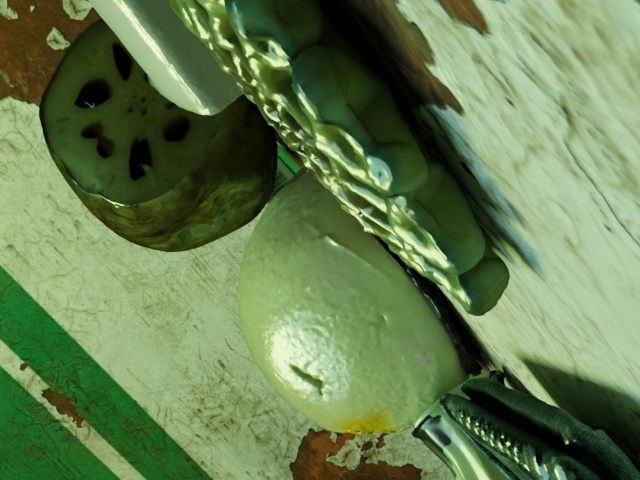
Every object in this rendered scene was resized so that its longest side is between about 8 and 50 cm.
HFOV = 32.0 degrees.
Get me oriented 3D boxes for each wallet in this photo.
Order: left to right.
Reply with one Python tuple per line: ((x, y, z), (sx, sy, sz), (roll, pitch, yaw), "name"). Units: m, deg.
((0.219, 0.199, 0.829), (0.237, 0.075, 0.342), (44, 175, -2), "wallet")

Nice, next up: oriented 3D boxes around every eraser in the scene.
((-0.166, -0.236, 0.881), (0.270, 0.095, 0.174), (52, 176, -39), "eraser")

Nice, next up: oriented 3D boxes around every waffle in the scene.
((-0.002, -0.084, 0.697), (0.309, 0.056, 0.292), (50, 177, -19), "waffle")

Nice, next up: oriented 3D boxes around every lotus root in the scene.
((-0.178, -0.111, 1.326), (0.250, 0.250, 0.346), (49, 180, 17), "lotus root")

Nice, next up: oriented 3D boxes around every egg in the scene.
((0.014, 0.087, 1.248), (0.337, 0.201, 0.337), (50, 175, 6), "egg")

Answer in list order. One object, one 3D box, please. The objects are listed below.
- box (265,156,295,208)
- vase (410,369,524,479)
((0.000, 0.000, 1.608), (0.233, 0.067, 0.149), (48, 178, 34), "box")
((0.230, 0.302, 1.071), (0.360, 0.165, 0.165), (57, 180, 23), "vase")
